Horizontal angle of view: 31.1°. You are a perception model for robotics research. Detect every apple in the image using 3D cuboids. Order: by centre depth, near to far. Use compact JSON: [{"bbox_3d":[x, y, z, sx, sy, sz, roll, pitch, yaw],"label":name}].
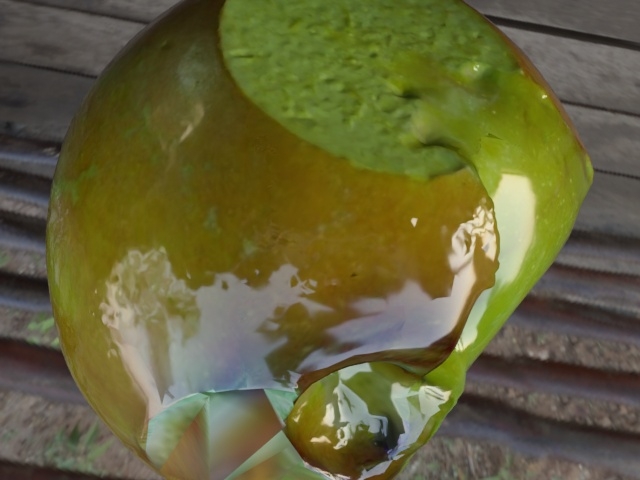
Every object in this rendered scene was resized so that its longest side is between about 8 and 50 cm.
[{"bbox_3d":[0.000,0.000,0.800,0.384,0.374,0.374,-13,104,12],"label":"apple"}]
